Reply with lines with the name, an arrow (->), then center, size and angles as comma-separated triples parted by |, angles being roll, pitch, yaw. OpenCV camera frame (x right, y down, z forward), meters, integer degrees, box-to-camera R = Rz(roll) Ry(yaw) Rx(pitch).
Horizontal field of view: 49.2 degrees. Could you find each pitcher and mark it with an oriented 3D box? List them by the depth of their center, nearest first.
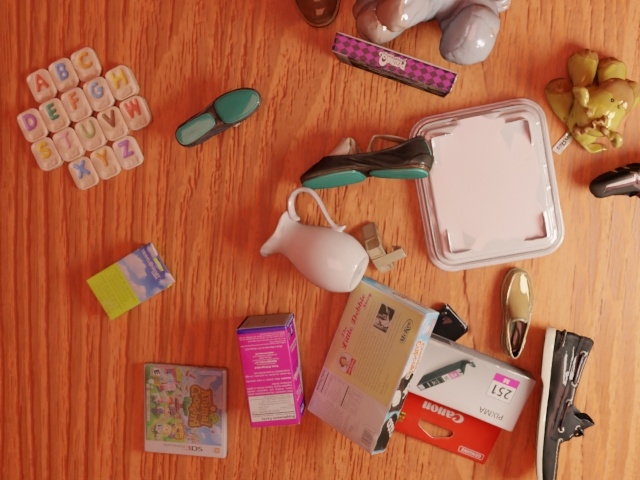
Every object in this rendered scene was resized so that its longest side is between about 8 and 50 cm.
pitcher -> 0.000, 0.000, 1.443 | 0.207, 0.125, 0.177 | 27, 108, 18

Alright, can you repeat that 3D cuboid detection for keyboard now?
keyboard -> 0.218, 0.208, 1.509 | 0.180, 0.023, 0.108 | -42, 98, 10

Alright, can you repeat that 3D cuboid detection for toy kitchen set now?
toy kitchen set -> 0.137, 0.010, 1.485 | 0.068, 0.075, 0.083 | -23, 135, 12

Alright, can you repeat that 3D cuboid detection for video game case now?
video game case -> 0.142, -0.334, 1.343 | 0.232, 0.210, 0.041 | 20, 101, 3
video game case -> -0.308, 0.388, 1.595 | 0.194, 0.023, 0.212 | 3, 98, 6

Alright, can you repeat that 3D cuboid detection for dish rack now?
dish rack -> 0.340, -0.109, 1.425 | 0.286, 0.072, 0.332 | -10, 96, 9

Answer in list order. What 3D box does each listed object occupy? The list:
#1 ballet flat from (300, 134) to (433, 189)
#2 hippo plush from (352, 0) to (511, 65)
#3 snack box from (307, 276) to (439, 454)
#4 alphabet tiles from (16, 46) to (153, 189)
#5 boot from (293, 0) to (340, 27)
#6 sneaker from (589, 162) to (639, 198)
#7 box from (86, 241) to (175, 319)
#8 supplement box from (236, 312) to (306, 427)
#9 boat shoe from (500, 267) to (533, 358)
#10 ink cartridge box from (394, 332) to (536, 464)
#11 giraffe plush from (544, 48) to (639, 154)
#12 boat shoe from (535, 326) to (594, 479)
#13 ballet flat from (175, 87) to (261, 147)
ballet flat -> 0.093, -0.164, 1.432 | 0.281, 0.095, 0.096 | -4, 76, 19
hippo plush -> 0.217, -0.436, 1.343 | 0.237, 0.294, 0.234 | 36, 128, -24
snack box -> 0.105, 0.258, 1.466 | 0.187, 0.060, 0.321 | 27, 103, 36
alphabet tiles -> -0.516, -0.265, 1.526 | 0.284, 0.021, 0.277 | -22, 95, 10
boot -> -0.025, -0.579, 1.377 | 0.113, 0.115, 0.305 | -6, 98, 6
sneaker -> 0.685, -0.082, 1.371 | 0.282, 0.106, 0.162 | -15, 99, 8
box -> -0.417, 0.088, 1.554 | 0.178, 0.042, 0.109 | -30, 94, 10
supplement box -> -0.104, 0.279, 1.511 | 0.114, 0.111, 0.219 | -5, 98, 7
boat shoe -> 0.412, 0.153, 1.451 | 0.068, 0.072, 0.189 | -1, 98, 7
ink cartridge box -> 0.280, 0.343, 1.490 | 0.275, 0.060, 0.238 | 22, 101, -1
giraffe plush -> 0.524, -0.256, 1.329 | 0.182, 0.170, 0.210 | 22, 100, 3
boat shoe -> 0.508, 0.351, 1.443 | 0.113, 0.127, 0.339 | 4, 89, 18
ballet flat -> -0.211, -0.259, 1.467 | 0.203, 0.074, 0.074 | -28, 94, 9
